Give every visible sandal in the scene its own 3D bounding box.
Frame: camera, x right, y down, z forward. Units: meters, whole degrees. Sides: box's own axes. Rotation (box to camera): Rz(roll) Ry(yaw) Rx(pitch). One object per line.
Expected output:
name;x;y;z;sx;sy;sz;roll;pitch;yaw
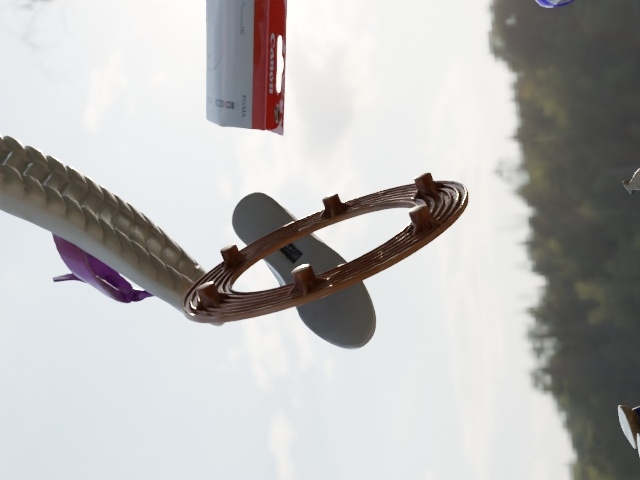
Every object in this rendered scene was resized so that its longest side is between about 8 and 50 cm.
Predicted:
sandal;-0.287;-0.006;1.534;0.416;0.102;0.169;35;-165;-26

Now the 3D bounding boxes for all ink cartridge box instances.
ink cartridge box;-0.104;-0.243;1.778;0.232;0.066;0.189;-144;54;-72

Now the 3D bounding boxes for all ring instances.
ring;0.000;0.000;1.439;0.032;0.336;0.336;68;-159;-14

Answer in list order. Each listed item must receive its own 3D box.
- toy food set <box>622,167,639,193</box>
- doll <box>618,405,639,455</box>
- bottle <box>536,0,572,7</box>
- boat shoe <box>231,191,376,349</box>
toy food set;0.385;-0.058;1.429;0.078;0.122;0.019;44;-124;-2
doll;0.333;0.121;1.048;0.129;0.189;0.046;-110;1;-58
bottle;0.441;-0.497;2.244;0.283;0.092;0.118;139;113;-69
boat shoe;-0.014;0.045;1.740;0.096;0.267;0.088;-49;-27;3
